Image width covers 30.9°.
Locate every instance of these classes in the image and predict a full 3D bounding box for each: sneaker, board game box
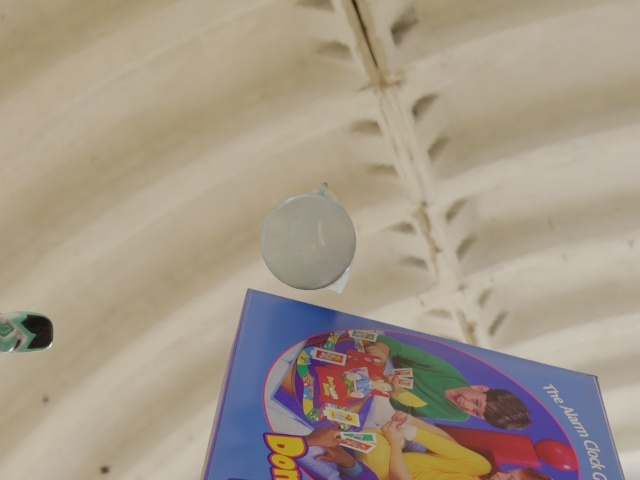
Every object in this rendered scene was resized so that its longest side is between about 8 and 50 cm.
[{"bbox_3d":[-0.256,0.070,0.859,0.098,0.038,0.069,15,-19,-42],"label":"sneaker"},{"bbox_3d":[0.047,0.168,0.597,0.233,0.347,0.078,14,-63,-4],"label":"board game box"}]

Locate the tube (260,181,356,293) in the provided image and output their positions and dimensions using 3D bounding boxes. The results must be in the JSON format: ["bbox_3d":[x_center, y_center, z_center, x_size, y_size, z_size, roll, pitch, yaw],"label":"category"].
[{"bbox_3d":[0.000,0.000,0.728,0.052,0.080,0.207,-2,1,4],"label":"tube"}]
